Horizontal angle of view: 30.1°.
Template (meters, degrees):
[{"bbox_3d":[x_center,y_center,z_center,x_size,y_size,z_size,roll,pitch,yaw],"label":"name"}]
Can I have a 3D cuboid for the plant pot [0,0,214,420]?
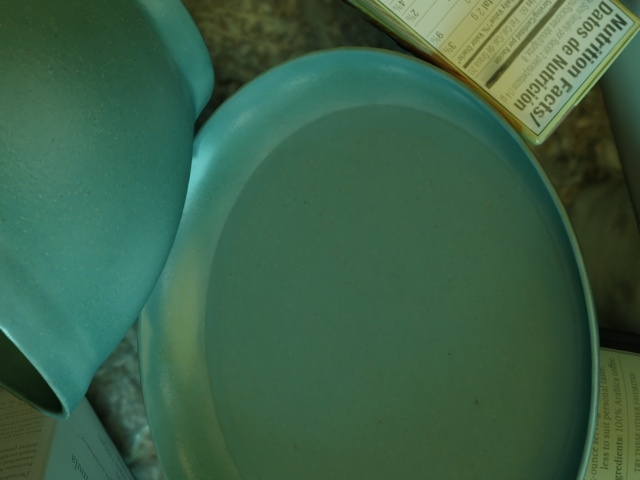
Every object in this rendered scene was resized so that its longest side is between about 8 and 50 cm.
[{"bbox_3d":[-0.182,-0.073,0.641,0.293,0.293,0.196,43,70,-9],"label":"plant pot"}]

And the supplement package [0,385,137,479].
[{"bbox_3d":[-0.192,0.215,0.669,0.134,0.244,0.139,-15,125,11],"label":"supplement package"}]

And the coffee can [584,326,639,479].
[{"bbox_3d":[0.215,0.160,0.718,0.275,0.201,0.201,10,100,-4],"label":"coffee can"}]

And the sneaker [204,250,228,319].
[{"bbox_3d":[0.000,0.000,0.750,0.170,0.068,0.071,-19,95,2],"label":"sneaker"}]

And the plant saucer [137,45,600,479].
[{"bbox_3d":[0.017,0.057,0.642,0.318,0.044,0.317,1,92,42],"label":"plant saucer"}]

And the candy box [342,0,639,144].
[{"bbox_3d":[0.011,-0.190,0.653,0.316,0.183,0.087,38,98,-8],"label":"candy box"}]

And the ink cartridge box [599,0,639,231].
[{"bbox_3d":[0.316,-0.096,0.674,0.270,0.197,0.198,-17,101,1],"label":"ink cartridge box"}]
